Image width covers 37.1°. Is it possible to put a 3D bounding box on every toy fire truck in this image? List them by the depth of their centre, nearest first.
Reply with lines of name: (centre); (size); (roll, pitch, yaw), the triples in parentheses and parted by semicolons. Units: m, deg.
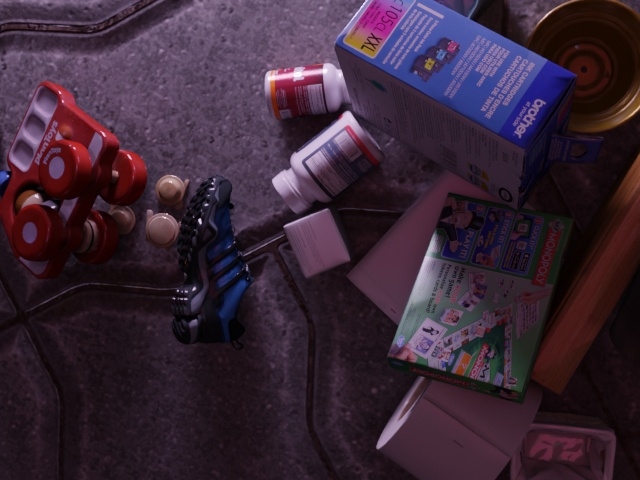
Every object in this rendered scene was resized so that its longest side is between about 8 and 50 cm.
toy fire truck: (-0.474, -0.100, 1.699); (0.254, 0.169, 0.302); (38, 108, 30)

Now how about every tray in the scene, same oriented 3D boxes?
tray: (0.453, 0.037, 1.545); (0.076, 0.203, 0.411); (29, 98, 5)

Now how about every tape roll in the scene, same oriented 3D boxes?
tape roll: (0.229, 0.294, 1.580); (0.169, 0.246, 0.246); (35, 99, 3)

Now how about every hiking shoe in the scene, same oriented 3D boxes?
hiking shoe: (-0.183, 0.037, 1.700); (0.132, 0.113, 0.304); (8, 92, -27)

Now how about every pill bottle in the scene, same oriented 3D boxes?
pill bottle: (0.011, -0.129, 1.642); (0.180, 0.108, 0.108); (-37, 89, 10)
pill bottle: (-0.015, -0.259, 1.646); (0.152, 0.086, 0.086); (-6, 94, 8)

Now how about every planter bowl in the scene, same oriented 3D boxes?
planter bowl: (0.440, -0.285, 1.576); (0.217, 0.090, 0.217); (1, 96, 7)

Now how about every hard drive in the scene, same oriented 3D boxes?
hard drive: (0.222, 0.019, 1.660); (0.203, 0.040, 0.307); (43, 100, 3)

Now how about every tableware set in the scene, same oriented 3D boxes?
tableware set: (-0.320, -0.066, 1.740); (0.168, 0.020, 0.141); (17, 95, 7)

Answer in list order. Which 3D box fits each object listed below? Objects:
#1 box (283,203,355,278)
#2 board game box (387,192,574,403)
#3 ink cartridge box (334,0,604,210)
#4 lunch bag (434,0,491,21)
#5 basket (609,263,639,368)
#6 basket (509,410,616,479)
box: (0.000, 0.000, 1.658); (0.087, 0.101, 0.102); (-23, 93, 9)
board game box: (0.257, 0.082, 1.508); (0.213, 0.046, 0.317); (14, 62, 19)
ink cartridge box: (0.235, -0.205, 1.474); (0.395, 0.270, 0.151); (34, 82, 17)
lunch bag: (0.159, -0.448, 1.535); (0.262, 0.223, 0.160); (36, 93, 5)
basket: (0.542, 0.082, 1.407); (0.204, 0.154, 0.227); (19, 119, -9)
basket: (0.409, 0.358, 1.630); (0.167, 0.103, 0.113); (4, 96, 8)
